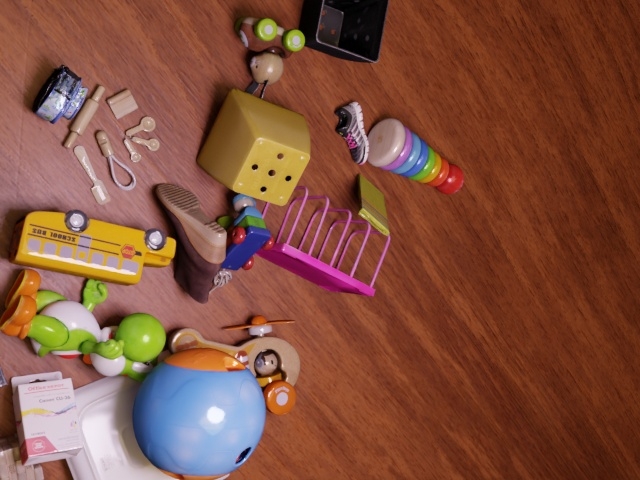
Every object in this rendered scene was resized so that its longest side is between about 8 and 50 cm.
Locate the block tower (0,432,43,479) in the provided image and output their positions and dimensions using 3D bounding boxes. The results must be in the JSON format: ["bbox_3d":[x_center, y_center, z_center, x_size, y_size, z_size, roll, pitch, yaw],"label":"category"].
[{"bbox_3d":[-0.763,0.497,1.551,0.335,0.091,0.097,-10,100,-31],"label":"block tower"}]

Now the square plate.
[{"bbox_3d":[-0.411,0.467,1.740,0.344,0.049,0.347,-21,91,-30],"label":"square plate"}]

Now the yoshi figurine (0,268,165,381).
[{"bbox_3d":[-0.488,0.183,1.629,0.362,0.203,0.203,32,67,-29],"label":"yoshi figurine"}]

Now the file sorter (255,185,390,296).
[{"bbox_3d":[0.000,0.000,1.907,0.290,0.202,0.182,28,76,-29],"label":"file sorter"}]

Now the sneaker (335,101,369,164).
[{"bbox_3d":[0.079,-0.285,2.010,0.075,0.063,0.170,-13,95,-30],"label":"sneaker"}]

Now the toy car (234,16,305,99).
[{"bbox_3d":[-0.145,-0.437,1.824,0.149,0.155,0.188,13,100,-31],"label":"toy car"}]

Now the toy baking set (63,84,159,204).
[{"bbox_3d":[-0.476,-0.220,1.701,0.197,0.030,0.256,37,75,-28],"label":"toy baking set"}]

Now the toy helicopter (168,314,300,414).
[{"bbox_3d":[-0.203,0.276,1.845,0.355,0.140,0.235,22,80,-28],"label":"toy helicopter"}]

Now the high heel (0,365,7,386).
[{"bbox_3d":[-0.800,0.257,1.532,0.261,0.093,0.186,-20,86,-19],"label":"high heel"}]

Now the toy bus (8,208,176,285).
[{"bbox_3d":[-0.496,0.017,1.650,0.333,0.108,0.130,15,75,-31],"label":"toy bus"}]

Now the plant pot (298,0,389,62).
[{"bbox_3d":[0.042,-0.559,1.905,0.187,0.167,0.188,11,89,-31],"label":"plant pot"}]

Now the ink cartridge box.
[{"bbox_3d":[-0.589,0.367,1.602,0.115,0.067,0.198,-2,60,-35],"label":"ink cartridge box"}]

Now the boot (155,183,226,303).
[{"bbox_3d":[-0.324,0.006,1.757,0.090,0.248,0.207,-17,138,-46],"label":"boot"}]

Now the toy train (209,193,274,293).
[{"bbox_3d":[-0.225,0.006,1.826,0.105,0.248,0.143,14,46,-39],"label":"toy train"}]

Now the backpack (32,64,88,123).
[{"bbox_3d":[-0.557,-0.304,1.603,0.084,0.105,0.114,35,78,-27],"label":"backpack"}]

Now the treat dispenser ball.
[{"bbox_3d":[-0.265,0.381,1.641,0.288,0.288,0.288,-3,95,-31],"label":"treat dispenser ball"}]

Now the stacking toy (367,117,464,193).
[{"bbox_3d":[0.283,-0.222,2.107,0.330,0.141,0.141,21,83,-36],"label":"stacking toy"}]

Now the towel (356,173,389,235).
[{"bbox_3d":[0.136,-0.096,1.973,0.102,0.237,0.021,41,111,-18],"label":"towel"}]

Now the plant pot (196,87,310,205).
[{"bbox_3d":[-0.140,-0.200,1.767,0.212,0.187,0.212,16,114,-31],"label":"plant pot"}]
